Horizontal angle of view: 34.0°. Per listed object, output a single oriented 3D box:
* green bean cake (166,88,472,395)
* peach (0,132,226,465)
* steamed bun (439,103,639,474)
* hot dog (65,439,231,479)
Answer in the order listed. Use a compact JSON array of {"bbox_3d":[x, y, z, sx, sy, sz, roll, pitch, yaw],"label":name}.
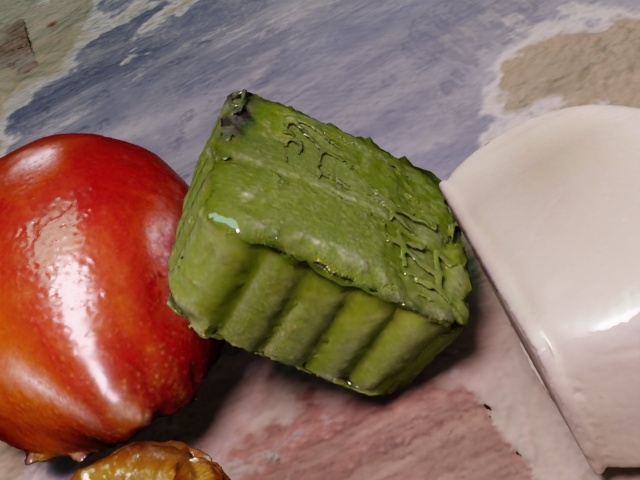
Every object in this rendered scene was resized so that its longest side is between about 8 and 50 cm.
[{"bbox_3d":[0.000,0.000,0.774,0.113,0.214,0.200,-57,17,33],"label":"green bean cake"},{"bbox_3d":[-0.213,0.028,0.851,0.258,0.201,0.362,-31,22,-10],"label":"peach"},{"bbox_3d":[0.194,0.017,0.677,0.164,0.146,0.241,-27,32,4],"label":"steamed bun"},{"bbox_3d":[-0.107,0.222,0.634,0.175,0.114,0.259,-37,35,-16],"label":"hot dog"}]
